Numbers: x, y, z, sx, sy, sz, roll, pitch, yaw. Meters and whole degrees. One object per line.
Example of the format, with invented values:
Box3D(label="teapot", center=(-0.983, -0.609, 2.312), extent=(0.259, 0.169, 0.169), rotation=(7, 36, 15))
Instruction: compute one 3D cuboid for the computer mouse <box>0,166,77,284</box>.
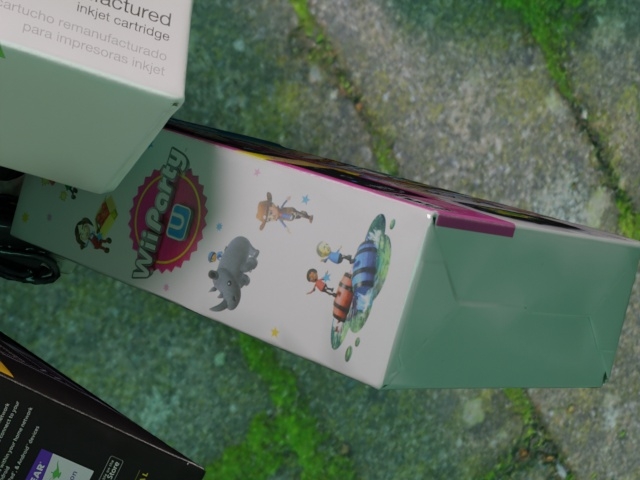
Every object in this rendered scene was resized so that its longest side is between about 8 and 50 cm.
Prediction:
Box3D(label="computer mouse", center=(-0.190, -0.113, 0.881), extent=(0.188, 0.072, 0.272), rotation=(24, 88, -31))

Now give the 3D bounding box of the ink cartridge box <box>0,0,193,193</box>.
Box3D(label="ink cartridge box", center=(-0.171, -0.188, 0.764), extent=(0.198, 0.115, 0.272), rotation=(16, 59, -22))

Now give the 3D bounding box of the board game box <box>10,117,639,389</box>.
Box3D(label="board game box", center=(0.000, 0.000, 0.848), extent=(0.224, 0.303, 0.097), rotation=(8, 97, -51))

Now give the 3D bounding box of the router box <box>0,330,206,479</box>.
Box3D(label="router box", center=(-0.239, 0.062, 0.739), extent=(0.243, 0.309, 0.081), rotation=(33, 83, -36))
